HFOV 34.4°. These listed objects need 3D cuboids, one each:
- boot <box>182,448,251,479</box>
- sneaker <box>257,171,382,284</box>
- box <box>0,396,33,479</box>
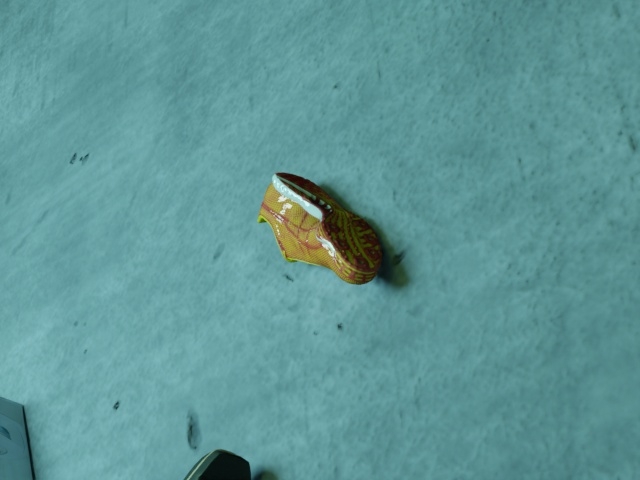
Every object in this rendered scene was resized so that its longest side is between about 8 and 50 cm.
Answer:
[{"bbox_3d":[-0.147,0.255,0.893,0.137,0.077,0.198,19,80,54],"label":"boot"},{"bbox_3d":[0.000,0.000,0.916,0.175,0.064,0.067,45,121,54],"label":"sneaker"},{"bbox_3d":[-0.431,0.318,1.095,0.262,0.127,0.231,-45,43,16],"label":"box"}]
